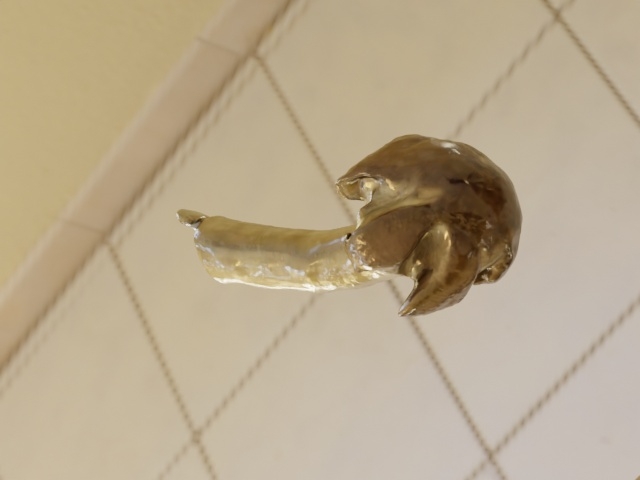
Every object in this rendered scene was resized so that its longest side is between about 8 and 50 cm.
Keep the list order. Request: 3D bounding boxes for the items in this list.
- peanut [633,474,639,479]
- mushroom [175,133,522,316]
[{"bbox_3d":[0.115,0.142,0.486,0.120,0.110,0.236,-39,22,26],"label":"peanut"},{"bbox_3d":[0.000,0.000,0.698,0.187,0.061,0.060,-10,104,52],"label":"mushroom"}]
